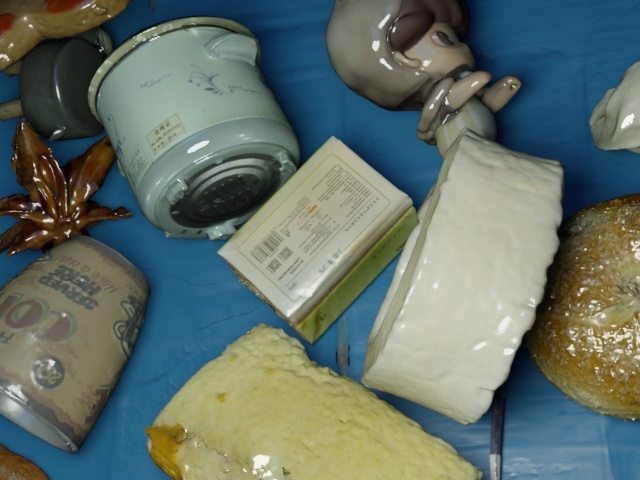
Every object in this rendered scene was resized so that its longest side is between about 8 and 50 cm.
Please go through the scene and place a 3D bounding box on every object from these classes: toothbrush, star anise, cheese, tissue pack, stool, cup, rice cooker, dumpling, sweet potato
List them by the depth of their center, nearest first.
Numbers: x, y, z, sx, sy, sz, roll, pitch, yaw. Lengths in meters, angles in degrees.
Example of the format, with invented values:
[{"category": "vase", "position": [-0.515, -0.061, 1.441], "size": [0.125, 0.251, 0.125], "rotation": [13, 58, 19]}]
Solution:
[{"category": "cheese", "position": [0.170, 0.042, 1.335], "size": [0.153, 0.292, 0.332], "rotation": [23, 77, 2]}, {"category": "toothbrush", "position": [0.221, 0.249, 1.395], "size": [0.026, 0.024, 0.288], "rotation": [-5, 66, 31]}, {"category": "dumpling", "position": [0.439, -0.185, 1.479], "size": [0.150, 0.092, 0.176], "rotation": [17, 78, 38]}, {"category": "tissue pack", "position": [0.000, 0.000, 1.515], "size": [0.234, 0.125, 0.159], "rotation": [-46, 63, -6]}, {"category": "sweet potato", "position": [-0.471, 0.315, 1.562], "size": [0.314, 0.072, 0.066], "rotation": [25, 91, 23]}, {"category": "cup", "position": [-0.383, 0.132, 1.564], "size": [0.301, 0.227, 0.257], "rotation": [2, 50, 50]}, {"category": "rice cooker", "position": [-0.181, -0.170, 1.575], "size": [0.317, 0.264, 0.316], "rotation": [1, 91, 46]}, {"category": "star anise", "position": [-0.435, -0.051, 1.658], "size": [0.346, 0.237, 0.148], "rotation": [-34, 21, 6]}, {"category": "stool", "position": [-0.409, -0.246, 1.754], "size": [0.139, 0.153, 0.228], "rotation": [-4, 32, 22]}]

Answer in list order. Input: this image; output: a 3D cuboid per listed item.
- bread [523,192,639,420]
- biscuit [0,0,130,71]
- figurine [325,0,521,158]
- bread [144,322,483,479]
[{"category": "bread", "position": [0.390, 0.071, 1.338], "size": [0.306, 0.159, 0.305], "rotation": [-7, 66, 16]}, {"category": "biscuit", "position": [-0.472, -0.413, 1.790], "size": [0.368, 0.076, 0.394], "rotation": [-22, 38, 9]}, {"category": "figurine", "position": [0.143, -0.227, 1.528], "size": [0.203, 0.248, 0.380], "rotation": [-37, 71, 26]}, {"category": "bread", "position": [-0.016, 0.281, 1.354], "size": [0.375, 0.165, 0.236], "rotation": [33, 57, 28]}]
